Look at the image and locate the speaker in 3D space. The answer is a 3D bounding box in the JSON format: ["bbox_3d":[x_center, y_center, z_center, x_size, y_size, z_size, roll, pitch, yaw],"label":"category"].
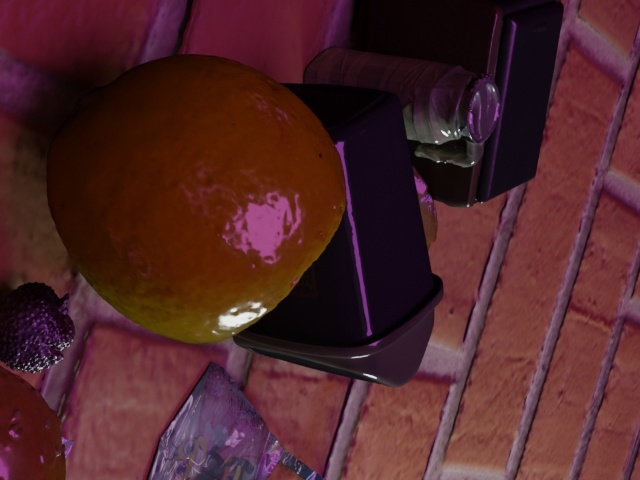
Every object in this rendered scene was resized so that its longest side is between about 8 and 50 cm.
[{"bbox_3d":[0.146,-0.175,1.537,0.153,0.192,0.231,-26,128,-51],"label":"speaker"}]

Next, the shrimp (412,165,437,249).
[{"bbox_3d":[0.060,0.003,1.545,0.053,0.133,0.236,-87,-179,-61],"label":"shrimp"}]

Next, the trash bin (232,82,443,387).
[{"bbox_3d":[0.000,0.000,1.377,0.182,0.209,0.290,-34,125,-44],"label":"trash bin"}]

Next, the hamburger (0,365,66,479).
[{"bbox_3d":[-0.319,0.199,1.013,0.283,0.144,0.259,9,95,-43],"label":"hamburger"}]

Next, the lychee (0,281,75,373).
[{"bbox_3d":[-0.240,0.072,1.166,0.068,0.067,0.083,41,96,-18],"label":"lychee"}]

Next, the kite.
[{"bbox_3d":[-0.080,0.278,1.539,0.360,0.022,0.204,42,69,-53],"label":"kite"}]

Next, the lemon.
[{"bbox_3d":[-0.115,-0.048,1.157,0.219,0.240,0.240,42,63,-18],"label":"lemon"}]

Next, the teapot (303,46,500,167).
[{"bbox_3d":[0.086,-0.134,1.446,0.077,0.200,0.107,-40,133,-41],"label":"teapot"}]

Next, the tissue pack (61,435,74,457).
[{"bbox_3d":[-0.298,0.205,1.170,0.193,0.026,0.122,31,82,-54],"label":"tissue pack"}]
